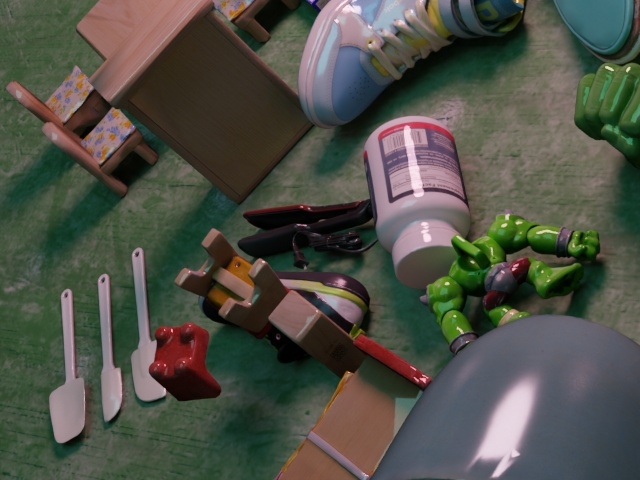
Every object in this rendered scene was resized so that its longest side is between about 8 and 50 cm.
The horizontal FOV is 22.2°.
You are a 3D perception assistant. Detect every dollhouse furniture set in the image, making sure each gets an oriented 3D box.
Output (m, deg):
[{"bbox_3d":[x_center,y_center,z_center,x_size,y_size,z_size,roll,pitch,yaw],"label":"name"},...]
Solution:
[{"bbox_3d":[-0.219,-0.254,2.103,0.362,0.256,0.394,-47,45,1],"label":"dollhouse furniture set"},{"bbox_3d":[-0.026,0.171,1.727,0.374,0.152,0.201,32,84,42],"label":"dollhouse furniture set"}]

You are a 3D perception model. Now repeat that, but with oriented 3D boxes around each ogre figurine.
[{"bbox_3d":[0.191,0.043,1.707,0.118,0.097,0.197,40,100,34],"label":"ogre figurine"}]

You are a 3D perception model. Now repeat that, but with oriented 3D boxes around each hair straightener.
[{"bbox_3d":[0.000,0.000,1.924,0.230,0.047,0.089,-4,60,30],"label":"hair straightener"}]

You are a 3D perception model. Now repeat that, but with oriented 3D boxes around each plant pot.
[{"bbox_3d":[0.203,0.211,1.463,0.293,0.293,0.235,-4,43,35],"label":"plant pot"}]

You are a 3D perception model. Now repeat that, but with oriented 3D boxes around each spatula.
[{"bbox_3d":[-0.275,0.129,2.056,0.168,0.019,0.242,-29,48,20],"label":"spatula"}]

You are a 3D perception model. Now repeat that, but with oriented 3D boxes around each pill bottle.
[{"bbox_3d":[0.110,-0.040,1.813,0.108,0.108,0.180,-25,49,22],"label":"pill bottle"}]

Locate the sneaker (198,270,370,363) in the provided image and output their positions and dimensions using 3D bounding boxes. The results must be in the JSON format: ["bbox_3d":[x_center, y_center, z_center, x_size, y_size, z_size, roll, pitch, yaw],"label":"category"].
[{"bbox_3d":[-0.051,0.091,1.865,0.234,0.084,0.097,-4,60,35],"label":"sneaker"}]

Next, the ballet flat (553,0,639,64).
[{"bbox_3d":[0.309,-0.342,1.853,0.139,0.139,0.400,-37,47,11],"label":"ballet flat"}]

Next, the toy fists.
[{"bbox_3d":[0.367,-0.095,1.630,0.096,0.142,0.279,-51,44,-2],"label":"toy fists"}]

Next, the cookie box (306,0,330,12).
[{"bbox_3d":[0.004,-0.357,2.156,0.092,0.040,0.107,-46,44,3],"label":"cookie box"}]

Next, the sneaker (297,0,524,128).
[{"bbox_3d":[0.120,-0.255,1.940,0.208,0.127,0.319,25,79,46],"label":"sneaker"}]
